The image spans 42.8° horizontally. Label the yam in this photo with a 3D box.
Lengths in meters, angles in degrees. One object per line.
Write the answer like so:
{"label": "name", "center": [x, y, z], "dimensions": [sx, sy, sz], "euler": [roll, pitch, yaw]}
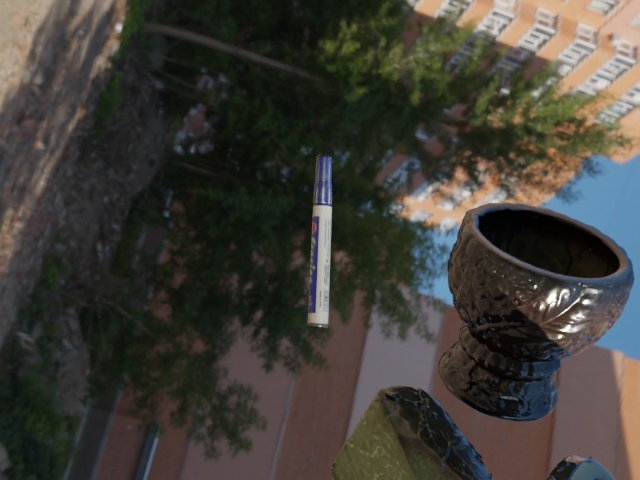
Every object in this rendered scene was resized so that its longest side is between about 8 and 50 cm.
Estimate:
{"label": "yam", "center": [0.167, 0.370, 1.136], "dimensions": [0.202, 0.201, 0.271], "euler": [-57, -141, 18]}

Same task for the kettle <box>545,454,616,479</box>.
{"label": "kettle", "center": [0.330, 0.416, 0.950], "dimensions": [0.228, 0.320, 0.324], "euler": [-24, 180, 33]}

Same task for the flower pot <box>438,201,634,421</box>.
{"label": "flower pot", "center": [0.303, 0.113, 1.239], "dimensions": [0.266, 0.267, 0.267], "euler": [-94, -164, -63]}

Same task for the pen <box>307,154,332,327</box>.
{"label": "pen", "center": [0.000, 0.000, 0.959], "dimensions": [0.025, 0.025, 0.204], "euler": [152, -59, -75]}
